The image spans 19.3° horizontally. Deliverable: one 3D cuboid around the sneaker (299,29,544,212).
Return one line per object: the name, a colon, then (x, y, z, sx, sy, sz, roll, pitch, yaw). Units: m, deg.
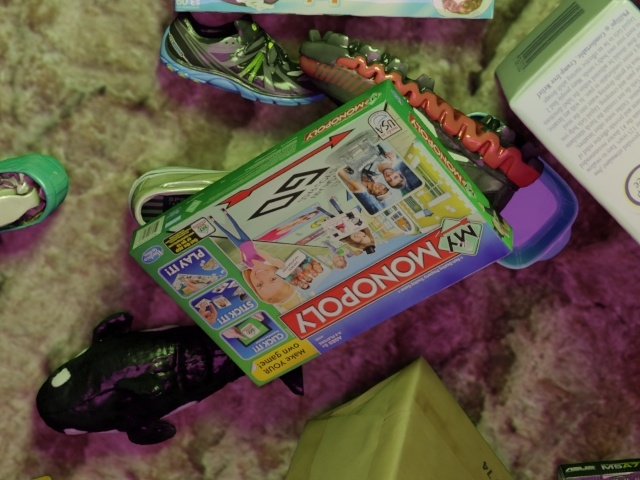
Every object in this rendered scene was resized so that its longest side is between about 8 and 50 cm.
sneaker: (0.083, -0.102, 1.880, 0.276, 0.097, 0.135, 32, 97, -11)

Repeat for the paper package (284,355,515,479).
paper package: (0.112, 0.339, 1.933, 0.168, 0.309, 0.325, -32, 105, 22)

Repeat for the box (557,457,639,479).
box: (0.360, 0.334, 2.085, 0.184, 0.045, 0.191, -6, 106, -2)

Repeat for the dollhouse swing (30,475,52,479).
dollhouse swing: (-0.426, 0.467, 1.963, 0.346, 0.305, 0.315, -13, 106, 3)

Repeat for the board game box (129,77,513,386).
board game box: (0.000, 0.000, 1.859, 0.317, 0.046, 0.213, -30, 118, 24)

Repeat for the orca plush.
orca plush: (-0.161, 0.160, 1.986, 0.287, 0.102, 0.151, 1, 106, -2)

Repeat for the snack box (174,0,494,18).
snack box: (0.016, -0.319, 1.875, 0.321, 0.060, 0.187, 1, 106, -2)

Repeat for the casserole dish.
casserole dish: (0.183, -0.055, 1.970, 0.188, 0.037, 0.114, 41, 101, -13)

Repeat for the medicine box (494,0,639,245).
medicine box: (0.321, -0.097, 1.831, 0.149, 0.263, 0.289, -44, 97, 9)

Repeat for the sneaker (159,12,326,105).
sneaker: (-0.067, -0.186, 1.907, 0.188, 0.067, 0.078, 15, 108, -4)

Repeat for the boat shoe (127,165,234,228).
boat shoe: (-0.048, -0.024, 1.940, 0.302, 0.094, 0.109, -1, 106, -2)

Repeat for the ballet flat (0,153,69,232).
ballet flat: (-0.381, -0.033, 1.931, 0.247, 0.087, 0.083, -14, 106, 3)
